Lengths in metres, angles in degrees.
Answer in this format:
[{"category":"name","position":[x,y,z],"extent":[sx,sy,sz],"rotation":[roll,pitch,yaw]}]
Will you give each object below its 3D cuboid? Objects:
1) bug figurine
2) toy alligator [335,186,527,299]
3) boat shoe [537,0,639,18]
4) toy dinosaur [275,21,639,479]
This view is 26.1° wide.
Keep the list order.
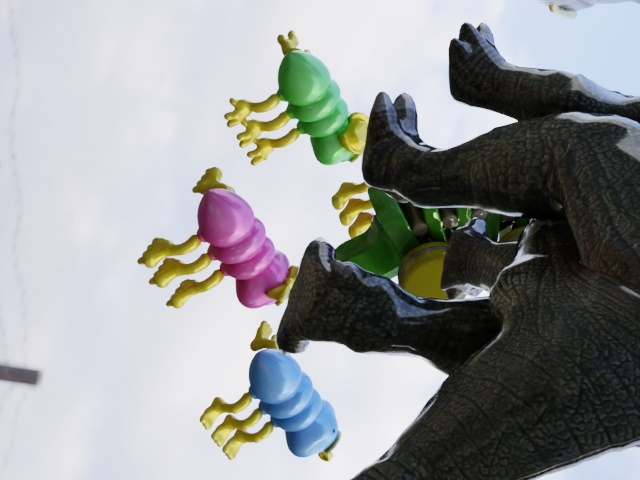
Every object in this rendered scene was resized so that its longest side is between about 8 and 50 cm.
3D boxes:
[{"category":"bug figurine","position":[0.000,0.000,0.899],"extent":[0.072,0.216,0.279],"rotation":[2,-129,40]},{"category":"toy alligator","position":[0.084,-0.014,0.550],"extent":[0.056,0.189,0.051],"rotation":[-103,-176,-55]},{"category":"boat shoe","position":[0.099,-0.186,0.704],"extent":[0.091,0.305,0.109],"rotation":[-20,-111,32]},{"category":"toy dinosaur","position":[0.091,0.005,0.393],"extent":[0.160,0.313,0.121],"rotation":[12,-79,27]}]
